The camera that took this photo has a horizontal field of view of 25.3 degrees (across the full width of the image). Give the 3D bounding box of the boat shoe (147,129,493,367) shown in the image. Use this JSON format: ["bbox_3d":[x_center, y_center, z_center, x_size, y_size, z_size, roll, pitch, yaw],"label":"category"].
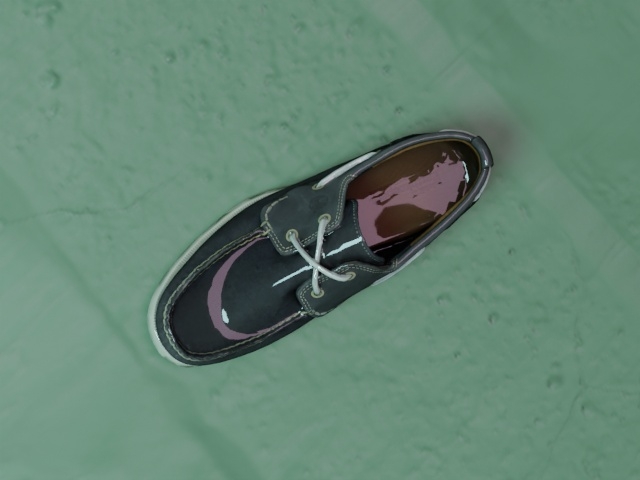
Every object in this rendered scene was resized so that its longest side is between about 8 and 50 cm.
[{"bbox_3d":[0.000,0.000,0.862,0.233,0.079,0.084,-30,96,-13],"label":"boat shoe"}]
